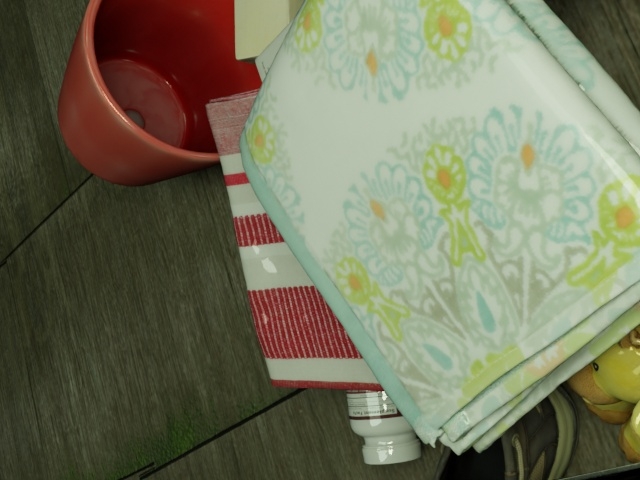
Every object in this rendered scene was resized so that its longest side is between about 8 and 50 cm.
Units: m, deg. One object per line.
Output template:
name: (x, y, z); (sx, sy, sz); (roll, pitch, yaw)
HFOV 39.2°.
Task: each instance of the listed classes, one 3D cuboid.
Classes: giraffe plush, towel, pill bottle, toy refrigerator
giraffe plush: (0.269, 0.094, 0.726); (0.210, 0.170, 0.181); (-51, 56, 34)
towel: (0.090, -0.049, 0.704); (0.374, 0.090, 0.320); (56, 139, 18)
towel: (0.000, 0.000, 0.923); (0.237, 0.037, 0.329); (-4, 101, 39)
pill bottle: (0.071, 0.165, 0.994); (0.086, 0.086, 0.152); (-13, 82, 45)
toy refrigerator: (-0.045, -0.349, 1.086); (0.094, 0.102, 0.269); (-2, 90, 36)

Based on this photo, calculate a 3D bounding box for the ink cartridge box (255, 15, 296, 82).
ink cartridge box: (0.064, -0.211, 0.943); (0.219, 0.160, 0.092); (-38, 64, 38)

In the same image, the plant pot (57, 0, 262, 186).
plant pot: (-0.213, -0.194, 1.175); (0.243, 0.275, 0.275); (-24, 73, 54)

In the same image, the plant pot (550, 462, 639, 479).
plant pot: (0.260, 0.277, 0.742); (0.188, 0.167, 0.187); (-27, 71, 42)

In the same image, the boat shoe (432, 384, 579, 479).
boat shoe: (0.145, 0.295, 0.886); (0.132, 0.130, 0.355); (17, 103, 45)
